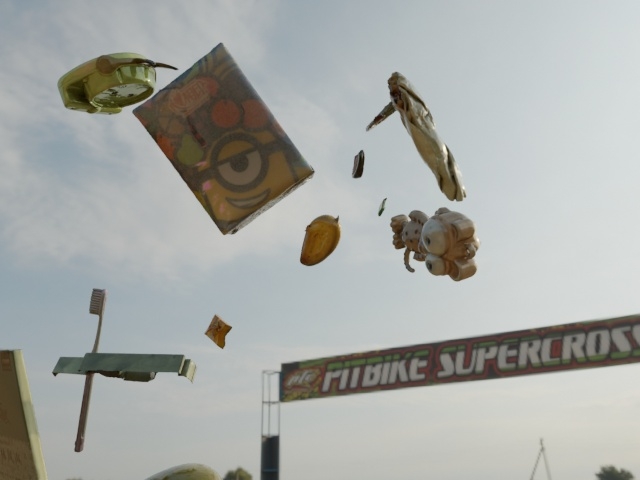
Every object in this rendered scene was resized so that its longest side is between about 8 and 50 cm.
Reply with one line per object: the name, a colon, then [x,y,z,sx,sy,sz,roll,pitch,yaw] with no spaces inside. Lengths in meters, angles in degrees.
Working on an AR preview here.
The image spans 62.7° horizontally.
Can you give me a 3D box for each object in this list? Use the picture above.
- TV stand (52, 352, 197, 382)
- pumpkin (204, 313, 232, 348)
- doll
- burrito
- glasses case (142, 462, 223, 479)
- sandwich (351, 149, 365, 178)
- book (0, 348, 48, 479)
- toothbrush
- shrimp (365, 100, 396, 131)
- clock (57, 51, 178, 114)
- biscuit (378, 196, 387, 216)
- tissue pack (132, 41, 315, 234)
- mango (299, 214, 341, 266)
TV stand: [-0.335,0.215,0.887,0.248,0.036,0.042,-1,-41,10]
pumpkin: [-0.304,0.262,1.528,0.101,0.073,0.035,22,-2,42]
doll: [0.248,0.004,1.174,0.119,0.154,0.278,-15,7,-21]
burrito: [0.287,-0.272,1.409,0.076,0.117,0.392,-26,-75,27]
glasses case: [-0.273,0.424,0.638,0.371,0.141,0.173,-33,1,-29]
sandwich: [0.123,-0.245,1.696,0.026,0.069,0.101,5,-72,-10]
book: [-0.655,0.408,1.104,0.264,0.380,0.031,-9,3,38]
toothbrush: [-0.475,0.267,1.074,0.029,0.354,0.024,11,8,-6]
shrimp: [0.198,-0.386,1.560,0.178,0.034,0.124,-37,4,23]
clock: [-0.424,-0.341,1.121,0.231,0.069,0.170,-18,0,22]
biscuit: [0.232,-0.125,1.977,0.016,0.089,0.046,25,-55,-4]
tissue pack: [-0.089,-0.093,0.505,0.108,0.148,0.060,-35,5,3]
mango: [0.000,0.000,1.488,0.188,0.101,0.066,-60,-15,24]
